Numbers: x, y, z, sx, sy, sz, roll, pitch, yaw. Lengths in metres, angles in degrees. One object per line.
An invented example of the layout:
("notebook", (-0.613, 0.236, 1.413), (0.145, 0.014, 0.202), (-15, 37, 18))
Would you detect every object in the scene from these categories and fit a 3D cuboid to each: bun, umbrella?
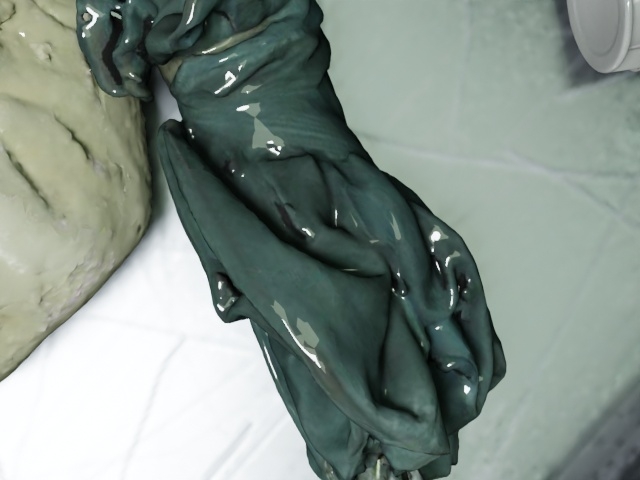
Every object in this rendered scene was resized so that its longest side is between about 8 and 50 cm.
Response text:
("bun", (-0.177, -0.041, 0.487), (0.231, 0.133, 0.231), (0, 87, -1))
("umbrella", (0.003, -0.001, 0.488), (0.094, 0.143, 0.349), (-21, 88, 39))

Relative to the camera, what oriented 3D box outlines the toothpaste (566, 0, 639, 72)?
("toothpaste", (0.237, -0.116, 0.542), (0.266, 0.061, 0.096), (-9, 88, -9))
